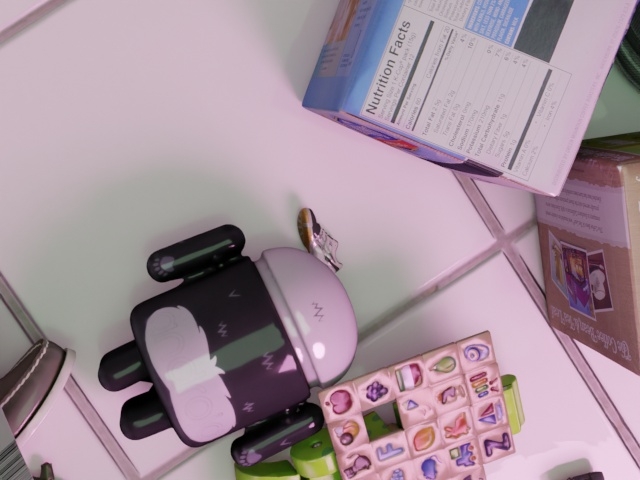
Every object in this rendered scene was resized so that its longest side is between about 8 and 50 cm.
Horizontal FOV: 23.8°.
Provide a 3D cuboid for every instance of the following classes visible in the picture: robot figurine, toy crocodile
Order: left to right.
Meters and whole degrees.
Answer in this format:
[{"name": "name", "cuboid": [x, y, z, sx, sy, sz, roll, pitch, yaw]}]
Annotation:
[{"name": "robot figurine", "cuboid": [-0.097, 0.116, 1.634, 0.278, 0.173, 0.209, -24, 135, -4]}, {"name": "toy crocodile", "cuboid": [0.069, 0.233, 1.705, 0.341, 0.105, 0.115, -23, 115, -7]}]

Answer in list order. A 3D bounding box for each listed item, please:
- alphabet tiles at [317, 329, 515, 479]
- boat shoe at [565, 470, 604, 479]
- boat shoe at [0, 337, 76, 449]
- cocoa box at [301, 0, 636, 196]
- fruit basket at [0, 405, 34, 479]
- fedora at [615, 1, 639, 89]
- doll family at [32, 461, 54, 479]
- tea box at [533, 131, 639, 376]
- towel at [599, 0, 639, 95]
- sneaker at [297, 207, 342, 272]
[{"name": "alphabet tiles", "cuboid": [0.116, 0.231, 1.655, 0.198, 0.009, 0.237, -19, 115, -10]}, {"name": "boat shoe", "cuboid": [0.341, 0.363, 1.761, 0.065, 0.075, 0.206, -27, 93, -1]}, {"name": "boat shoe", "cuboid": [-0.386, 0.218, 1.635, 0.091, 0.109, 0.305, 40, 93, -14]}, {"name": "cocoa box", "cuboid": [0.136, -0.196, 1.543, 0.228, 0.347, 0.231, 21, 93, -8]}, {"name": "fruit basket", "cuboid": [-0.460, 0.220, 1.548, 0.327, 0.165, 0.353, -37, 54, 8]}, {"name": "fedora", "cuboid": [0.441, -0.268, 1.688, 0.244, 0.124, 0.275, -37, 99, -2]}, {"name": "doll family", "cuboid": [-0.324, 0.344, 1.677, 0.111, 0.076, 0.193, 11, 99, -13]}, {"name": "tea box", "cuboid": [0.424, -0.008, 1.607, 0.324, 0.329, 0.220, -9, 97, -7]}, {"name": "towel", "cuboid": [0.288, -0.249, 1.586, 0.040, 0.243, 0.336, 20, 103, -6]}, {"name": "sneaker", "cuboid": [0.000, 0.000, 1.707, 0.037, 0.032, 0.083, -20, 103, -19]}]
